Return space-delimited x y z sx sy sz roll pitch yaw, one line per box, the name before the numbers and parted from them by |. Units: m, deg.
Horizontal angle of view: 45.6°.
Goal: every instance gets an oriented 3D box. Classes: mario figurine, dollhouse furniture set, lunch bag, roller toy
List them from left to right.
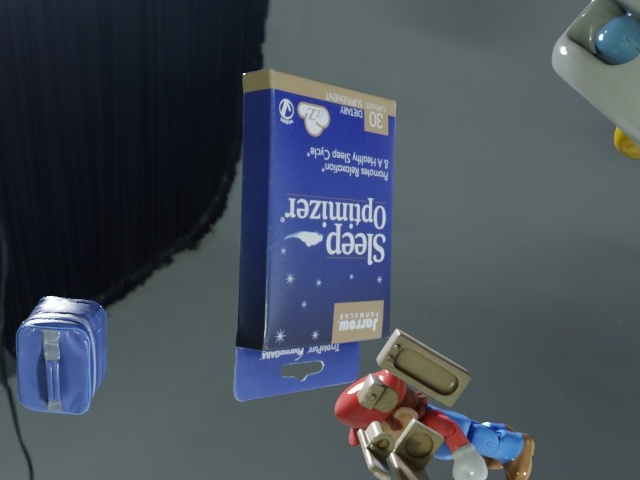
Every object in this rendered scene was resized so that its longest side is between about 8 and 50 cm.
lunch bag | -0.227 0.106 0.665 0.067 0.098 0.065 4 20 -1
dollhouse furniture set | 0.122 0.224 0.944 0.144 0.151 0.123 32 7 -11
mario figurine | 0.169 0.330 1.242 0.321 0.198 0.170 20 50 -9
roller toy | 0.278 -0.119 0.563 0.191 0.146 0.209 47 22 18

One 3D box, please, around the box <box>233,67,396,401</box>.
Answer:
box | 0.000 0.000 0.555 0.037 0.225 0.136 3 1 43
